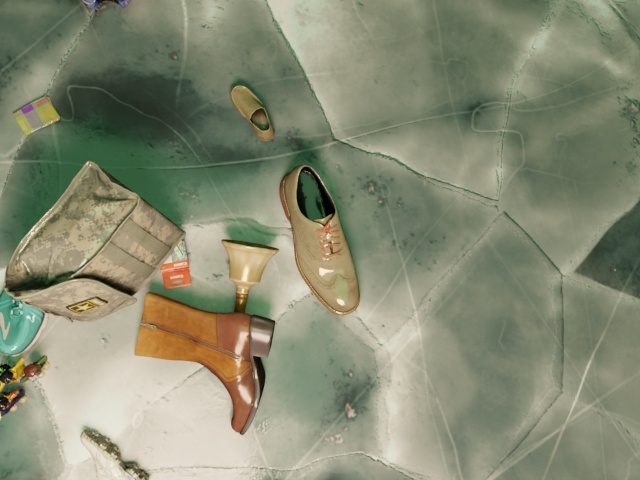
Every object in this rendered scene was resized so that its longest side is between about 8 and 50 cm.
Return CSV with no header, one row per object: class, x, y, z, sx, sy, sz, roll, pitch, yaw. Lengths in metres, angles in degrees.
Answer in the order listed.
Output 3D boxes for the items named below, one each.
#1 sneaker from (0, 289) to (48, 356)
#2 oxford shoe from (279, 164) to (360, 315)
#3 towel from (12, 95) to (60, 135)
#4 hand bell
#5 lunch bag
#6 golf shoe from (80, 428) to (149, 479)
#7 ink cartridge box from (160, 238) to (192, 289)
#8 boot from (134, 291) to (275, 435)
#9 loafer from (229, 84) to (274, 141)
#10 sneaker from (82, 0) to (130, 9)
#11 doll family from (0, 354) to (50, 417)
sneaker,-0.587,0.093,1.213,0.107,0.110,0.276,18,80,-9
oxford shoe,0.000,0.000,1.332,0.122,0.130,0.348,-24,87,-13
towel,-0.608,-0.268,1.309,0.083,0.009,0.060,-33,90,-13
hand bell,-0.172,0.126,1.310,0.126,0.126,0.242,10,93,-10
lunch bag,-0.433,0.031,1.176,0.169,0.235,0.287,34,81,18
golf shoe,-0.429,0.459,1.219,0.176,0.069,0.086,45,83,-2
ink cartridge box,-0.317,0.044,1.314,0.062,0.029,0.115,-11,84,-12
boot,-0.252,0.258,1.263,0.280,0.096,0.264,10,107,0
loafer,-0.151,-0.295,1.383,0.056,0.050,0.148,-39,91,-14
sneaker,-0.432,-0.565,1.359,0.221,0.083,0.087,-12,98,-7
doll family,-0.612,0.293,1.180,0.076,0.111,0.193,32,78,-5
